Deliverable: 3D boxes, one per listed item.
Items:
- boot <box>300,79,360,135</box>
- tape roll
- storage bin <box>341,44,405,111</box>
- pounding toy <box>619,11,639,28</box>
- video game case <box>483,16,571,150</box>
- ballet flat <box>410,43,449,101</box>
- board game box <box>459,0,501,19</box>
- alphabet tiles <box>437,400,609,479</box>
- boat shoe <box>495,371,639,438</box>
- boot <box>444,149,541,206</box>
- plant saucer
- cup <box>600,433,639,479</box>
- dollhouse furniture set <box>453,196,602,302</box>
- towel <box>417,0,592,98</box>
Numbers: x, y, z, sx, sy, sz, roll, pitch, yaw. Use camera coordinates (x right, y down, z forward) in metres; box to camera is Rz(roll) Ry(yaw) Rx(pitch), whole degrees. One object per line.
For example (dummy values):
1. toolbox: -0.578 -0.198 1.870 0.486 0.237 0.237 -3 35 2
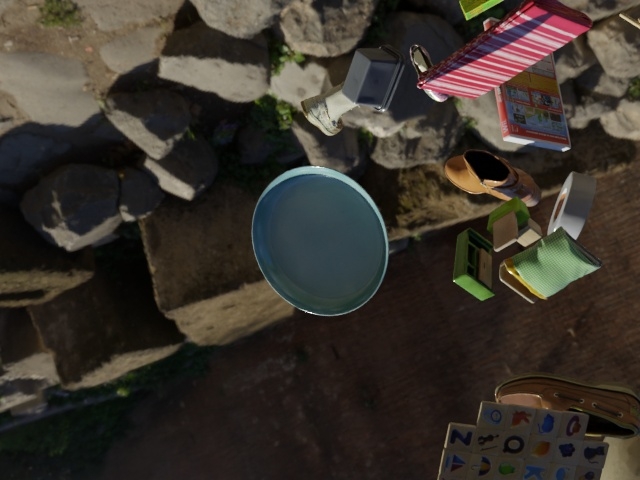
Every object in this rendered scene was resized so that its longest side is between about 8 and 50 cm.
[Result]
1. boot: 0.060 -0.360 1.562 0.165 0.077 0.213 -25 166 20
2. tape roll: 0.780 -0.101 1.813 0.072 0.219 0.219 19 175 12
3. storage bin: 0.105 -0.358 1.270 0.091 0.098 0.135 -7 133 -38
4. pounding toy: 0.808 -0.507 1.402 0.100 0.141 0.130 -25 -168 24
5. video game case: 0.465 -0.348 1.308 0.204 0.285 0.025 3 165 -31
6. ballet flat: 0.351 -0.559 1.936 0.077 0.221 0.079 -32 161 28
7. board game box: 0.480 -0.684 1.616 0.181 0.043 0.092 -25 -178 20
8. alphabet tiles: 0.419 0.480 1.216 0.343 0.285 0.011 8 -172 -4
9. boat shoe: 0.522 0.360 1.259 0.307 0.110 0.104 -9 -149 35
10. boot: 0.392 -0.170 1.446 0.220 0.283 0.109 16 106 -51
11. plant saucer: 0.000 0.000 1.217 0.318 0.317 0.044 -30 179 30
12. cup: 0.745 0.600 1.311 0.237 0.331 0.331 -54 162 8
13. dollhouse furniture set: 0.485 0.070 1.345 0.301 0.151 0.197 33 134 -20
14. towel: 0.339 -0.351 1.087 0.199 0.031 0.275 -2 163 -40
